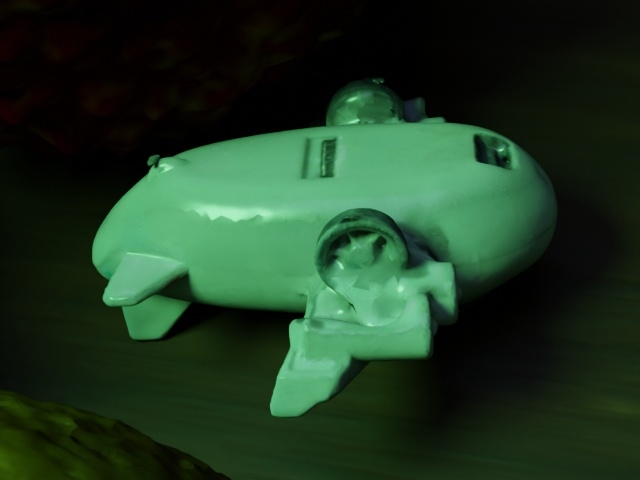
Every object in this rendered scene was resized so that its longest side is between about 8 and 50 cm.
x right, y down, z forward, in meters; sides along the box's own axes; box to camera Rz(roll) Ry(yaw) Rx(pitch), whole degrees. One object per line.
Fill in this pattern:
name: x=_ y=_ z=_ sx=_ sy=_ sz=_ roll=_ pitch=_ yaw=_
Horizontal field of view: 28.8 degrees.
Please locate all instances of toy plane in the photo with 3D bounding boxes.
toy plane: x=0.000 y=-0.003 z=0.668 sx=0.252 sy=0.118 sz=0.252 roll=-8 pitch=33 yaw=5

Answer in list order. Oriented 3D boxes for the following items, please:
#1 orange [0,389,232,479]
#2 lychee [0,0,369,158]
orange: x=-0.166 y=0.202 z=0.426 sx=0.357 sy=0.322 sz=0.322 roll=-23 pitch=52 yaw=-13
lychee: x=-0.152 y=-0.246 z=0.677 sx=0.500 sy=0.424 sz=0.424 roll=-18 pitch=48 yaw=28
